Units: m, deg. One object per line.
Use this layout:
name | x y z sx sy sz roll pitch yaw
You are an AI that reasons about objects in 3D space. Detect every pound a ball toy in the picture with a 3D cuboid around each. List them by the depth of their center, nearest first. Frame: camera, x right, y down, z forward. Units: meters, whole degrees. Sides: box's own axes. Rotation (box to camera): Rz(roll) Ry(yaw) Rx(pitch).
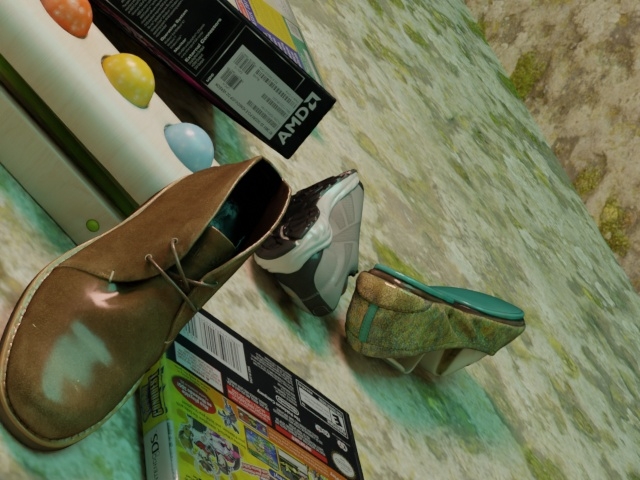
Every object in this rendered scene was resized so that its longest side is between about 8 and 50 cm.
pound a ball toy | -0.210 -0.142 1.226 0.319 0.136 0.208 49 20 -11

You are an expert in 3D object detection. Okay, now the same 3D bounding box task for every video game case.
video game case | -0.049 0.185 1.171 0.275 0.035 0.248 39 23 -35

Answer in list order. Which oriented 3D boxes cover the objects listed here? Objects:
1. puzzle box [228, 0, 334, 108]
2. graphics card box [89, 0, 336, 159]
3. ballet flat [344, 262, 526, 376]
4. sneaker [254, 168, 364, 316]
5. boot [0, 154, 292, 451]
puzzle box | -0.137 -0.362 1.898 0.272 0.052 0.409 31 28 -47
graphics card box | -0.172 -0.251 1.456 0.371 0.094 0.233 38 1 -34
ballet flat | 0.131 0.104 1.609 0.348 0.123 0.123 16 41 -59
sneaker | 0.000 0.000 1.535 0.108 0.100 0.271 60 22 -14
boot | -0.127 0.030 1.023 0.112 0.115 0.305 51 46 -14
